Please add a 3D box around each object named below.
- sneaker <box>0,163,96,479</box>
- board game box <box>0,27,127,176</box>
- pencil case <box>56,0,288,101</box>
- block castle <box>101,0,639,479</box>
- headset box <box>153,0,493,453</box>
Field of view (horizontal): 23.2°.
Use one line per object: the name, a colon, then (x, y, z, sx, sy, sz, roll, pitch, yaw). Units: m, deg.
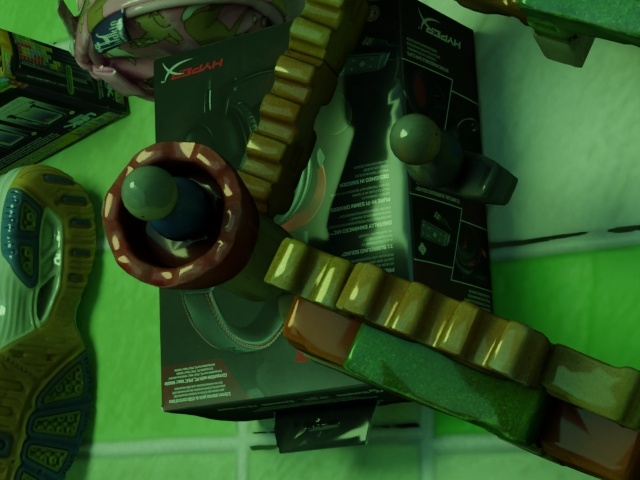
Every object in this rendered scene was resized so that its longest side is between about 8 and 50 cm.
sneaker: (-0.262, 0.088, 1.284, 0.131, 0.112, 0.296, -8, 68, 44)
board game box: (-0.270, -0.107, 1.290, 0.170, 0.141, 0.048, -24, 70, 31)
pencil case: (-0.142, -0.307, 1.229, 0.160, 0.167, 0.386, 132, 129, -59)
block castle: (0.126, -0.041, 0.860, 0.453, 0.213, 0.303, 20, 86, 20)
headset box: (0.000, 0.000, 1.091, 0.218, 0.110, 0.293, -10, 76, 33)
